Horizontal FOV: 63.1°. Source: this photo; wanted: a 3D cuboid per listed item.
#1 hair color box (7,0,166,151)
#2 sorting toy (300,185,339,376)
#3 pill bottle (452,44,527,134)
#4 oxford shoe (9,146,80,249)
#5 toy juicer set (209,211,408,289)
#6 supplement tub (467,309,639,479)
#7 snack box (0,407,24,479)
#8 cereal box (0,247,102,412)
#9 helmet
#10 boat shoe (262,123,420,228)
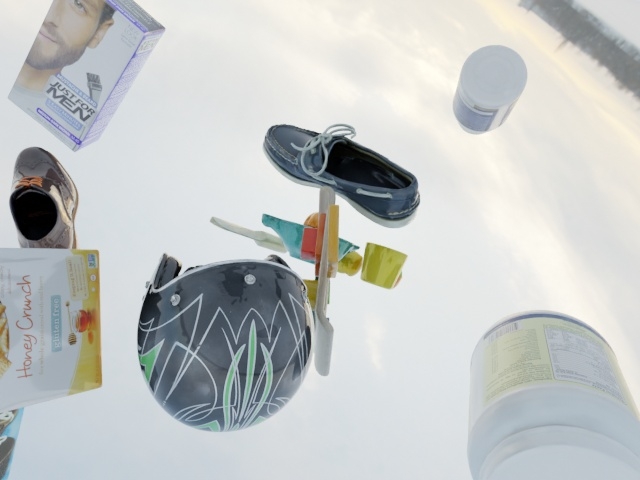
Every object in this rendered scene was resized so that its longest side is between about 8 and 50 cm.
[{"bbox_3d":[-0.506,-0.378,1.118,0.185,0.339,0.110,40,-153,-10],"label":"hair color box"},{"bbox_3d":[-0.007,0.055,0.675,0.047,0.348,0.196,2,-122,0],"label":"sorting toy"},{"bbox_3d":[0.183,-0.160,0.579,0.067,0.067,0.120,45,-179,11],"label":"pill bottle"},{"bbox_3d":[-0.431,-0.068,0.808,0.096,0.098,0.271,-19,-124,-20],"label":"oxford shoe"},{"bbox_3d":[0.000,0.000,0.912,0.328,0.090,0.209,17,177,18],"label":"toy juicer set"},{"bbox_3d":[0.336,0.269,0.758,0.235,0.235,0.325,39,-154,1],"label":"supplement tub"},{"bbox_3d":[-0.539,0.288,0.644,0.060,0.187,0.322,18,-173,22],"label":"snack box"},{"bbox_3d":[-0.345,0.093,0.547,0.240,0.047,0.173,2,-95,-61],"label":"cereal box"},{"bbox_3d":[-0.082,0.084,0.463,0.169,0.169,0.161,18,-169,-27],"label":"helmet"},{"bbox_3d":[0.021,-0.105,0.705,0.254,0.079,0.095,36,-115,25],"label":"boat shoe"}]
